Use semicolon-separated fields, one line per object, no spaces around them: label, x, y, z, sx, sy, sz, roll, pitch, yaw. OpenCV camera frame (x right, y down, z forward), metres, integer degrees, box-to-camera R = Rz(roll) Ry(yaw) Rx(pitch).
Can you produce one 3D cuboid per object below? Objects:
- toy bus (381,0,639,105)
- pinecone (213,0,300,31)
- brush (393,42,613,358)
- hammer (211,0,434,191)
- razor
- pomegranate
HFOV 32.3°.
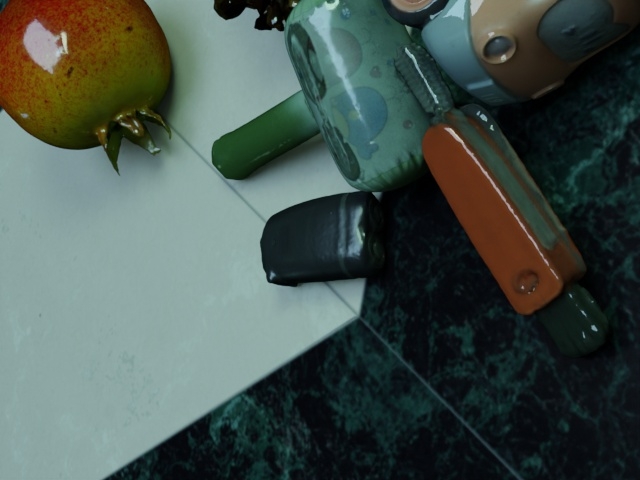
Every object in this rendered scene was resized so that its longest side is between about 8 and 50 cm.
toy bus;0.185;-0.272;0.960;0.232;0.194;0.288;-15;72;26
pinecone;-0.047;-0.355;1.154;0.224;0.224;0.273;-28;78;36
brush;0.150;-0.039;0.976;0.323;0.051;0.070;60;148;13
hammer;-0.016;-0.126;1.156;0.335;0.119;0.206;-21;91;54
razor;0.000;0.000;1.154;0.148;0.054;0.090;-10;72;40
pomegranate;-0.279;-0.204;1.338;0.221;0.221;0.257;-42;82;29
